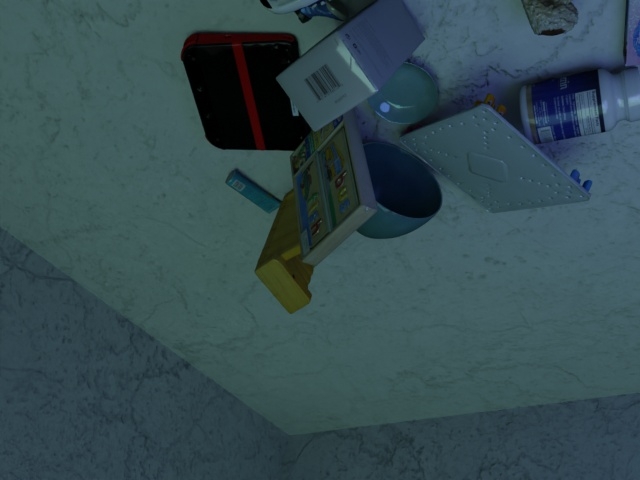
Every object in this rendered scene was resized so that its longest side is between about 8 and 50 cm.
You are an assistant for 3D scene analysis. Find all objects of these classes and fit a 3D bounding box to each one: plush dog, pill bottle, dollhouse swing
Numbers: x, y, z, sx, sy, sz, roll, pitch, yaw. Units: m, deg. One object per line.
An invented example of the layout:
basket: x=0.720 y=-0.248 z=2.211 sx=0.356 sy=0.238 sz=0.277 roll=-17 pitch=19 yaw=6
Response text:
plush dog: x=0.509 y=-0.585 z=1.209 sx=0.225 sy=0.210 sz=0.262 roll=-23 pitch=155 yaw=21
pill bottle: x=0.632 y=-0.329 z=1.437 sx=0.265 sy=0.153 sz=0.153 roll=-7 pitch=134 yaw=27
dollhouse swing: x=0.000 y=0.000 z=1.895 sx=0.305 sy=0.346 sz=0.315 roll=-12 pitch=131 yaw=30

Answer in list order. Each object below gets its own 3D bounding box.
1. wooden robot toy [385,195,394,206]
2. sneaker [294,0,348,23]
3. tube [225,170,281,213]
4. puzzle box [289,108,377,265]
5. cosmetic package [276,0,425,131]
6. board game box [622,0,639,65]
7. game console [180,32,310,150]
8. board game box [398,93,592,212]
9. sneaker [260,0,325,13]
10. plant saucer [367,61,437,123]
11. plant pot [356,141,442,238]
wooden robot toy: x=0.216 y=-0.145 z=1.857 sx=0.173 sy=0.079 sz=0.076 roll=20 pitch=140 yaw=-3
sneaker: x=-0.008 y=-0.572 z=1.471 sx=0.152 sy=0.058 sz=0.084 roll=30 pitch=133 yaw=-7
tube: x=-0.230 y=-0.161 z=2.033 sx=0.207 sy=0.052 sz=0.080 roll=36 pitch=142 yaw=-27
puzzle box: x=0.023 y=-0.166 z=1.634 sx=0.052 sy=0.408 sz=0.272 roll=19 pitch=135 yaw=-32
cosmetic package: x=0.080 y=-0.423 z=1.355 sx=0.197 sy=0.365 sz=0.155 roll=-25 pitch=108 yaw=40
board game box: x=0.805 y=-0.532 z=1.210 sx=0.318 sy=0.066 sz=0.318 roll=-2 pitch=136 yaw=23
game console: x=-0.210 y=-0.423 z=1.730 sx=0.342 sy=0.060 sz=0.386 roll=2 pitch=138 yaw=10
board game box: x=0.457 y=-0.214 z=1.586 sx=0.390 sy=0.050 sz=0.390 roll=34 pitch=165 yaw=-18
sneaker: x=0.043 y=-0.565 z=1.292 sx=0.323 sy=0.130 sz=0.236 roll=-33 pitch=165 yaw=12
plant saucer: x=0.221 y=-0.404 z=1.594 sx=0.195 sy=0.037 sz=0.195 roll=10 pitch=139 yaw=9
plant pot: x=0.180 y=-0.116 z=1.726 sx=0.290 sy=0.290 sz=0.195 roll=25 pitch=134 yaw=-8
